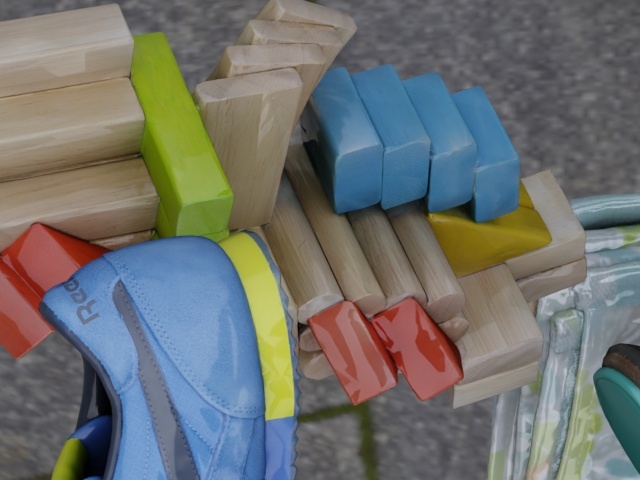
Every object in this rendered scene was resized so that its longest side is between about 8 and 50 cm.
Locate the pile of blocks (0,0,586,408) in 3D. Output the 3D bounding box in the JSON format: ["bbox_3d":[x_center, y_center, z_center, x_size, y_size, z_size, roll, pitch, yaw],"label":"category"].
[{"bbox_3d":[0.000,0.000,0.790,0.362,0.149,0.112,6,47,-39],"label":"pile of blocks"}]

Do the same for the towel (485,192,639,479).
[{"bbox_3d":[0.283,0.107,1.256,0.374,0.090,0.320,-5,125,-13],"label":"towel"}]

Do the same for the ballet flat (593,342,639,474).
[{"bbox_3d":[0.225,0.140,1.093,0.096,0.095,0.280,-34,129,-12],"label":"ballet flat"}]

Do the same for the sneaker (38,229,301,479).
[{"bbox_3d":[-0.047,0.098,0.638,0.082,0.069,0.209,-15,114,-20],"label":"sneaker"}]
